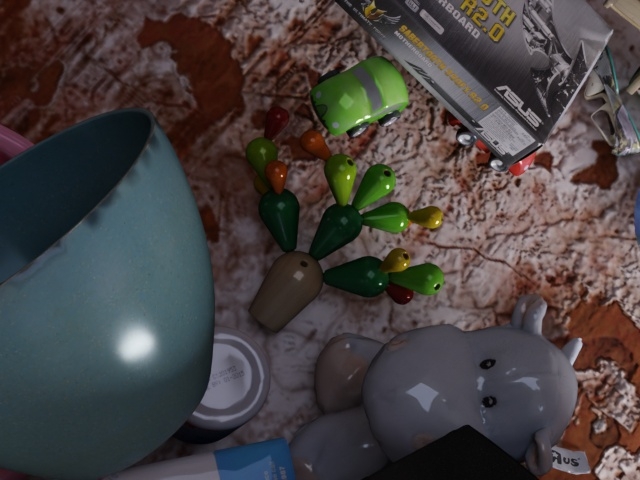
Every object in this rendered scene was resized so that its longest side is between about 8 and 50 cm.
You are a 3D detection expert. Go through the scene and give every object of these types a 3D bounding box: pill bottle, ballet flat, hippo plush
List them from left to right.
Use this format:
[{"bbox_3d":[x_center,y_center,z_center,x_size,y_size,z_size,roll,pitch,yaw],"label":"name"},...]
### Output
[{"bbox_3d":[-0.098,0.126,1.426,0.087,0.160,0.087,3,76,-12],"label":"pill bottle"},{"bbox_3d":[0.127,0.176,1.424,0.294,0.236,0.234,1,77,-12],"label":"hippo plush"},{"bbox_3d":[0.277,-0.134,1.636,0.041,0.041,0.114,-14,80,-15],"label":"ballet flat"}]

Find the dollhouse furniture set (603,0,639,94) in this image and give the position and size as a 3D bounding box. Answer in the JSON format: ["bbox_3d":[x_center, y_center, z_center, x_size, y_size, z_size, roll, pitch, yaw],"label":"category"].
[{"bbox_3d":[0.363,-0.202,1.660,0.182,0.101,0.161,38,48,-1],"label":"dollhouse furniture set"}]

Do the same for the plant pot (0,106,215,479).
[{"bbox_3d":[-0.190,0.064,1.258,0.290,0.290,0.195,-41,112,-18],"label":"plant pot"}]

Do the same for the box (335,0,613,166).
[{"bbox_3d":[0.143,-0.207,1.542,0.231,0.056,0.183,44,52,-9],"label":"box"}]

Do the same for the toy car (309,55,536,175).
[{"bbox_3d":[0.089,-0.150,1.550,0.225,0.053,0.239,-23,82,-39],"label":"toy car"}]

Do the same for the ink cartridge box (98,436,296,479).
[{"bbox_3d":[-0.154,0.288,1.357,0.270,0.197,0.198,-9,80,-15],"label":"ink cartridge box"}]

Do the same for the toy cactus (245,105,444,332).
[{"bbox_3d":[0.000,0.000,1.524,0.219,0.112,0.180,38,91,-4],"label":"toy cactus"}]

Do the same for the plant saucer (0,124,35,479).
[{"bbox_3d":[-0.337,0.056,1.390,0.332,0.084,0.332,0,90,-20],"label":"plant saucer"}]

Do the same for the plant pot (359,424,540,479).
[{"bbox_3d":[0.082,0.251,1.260,0.187,0.188,0.167,-21,72,-41],"label":"plant pot"}]

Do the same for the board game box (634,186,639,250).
[{"bbox_3d":[0.381,-0.012,1.634,0.169,0.033,0.133,11,80,-5],"label":"board game box"}]
